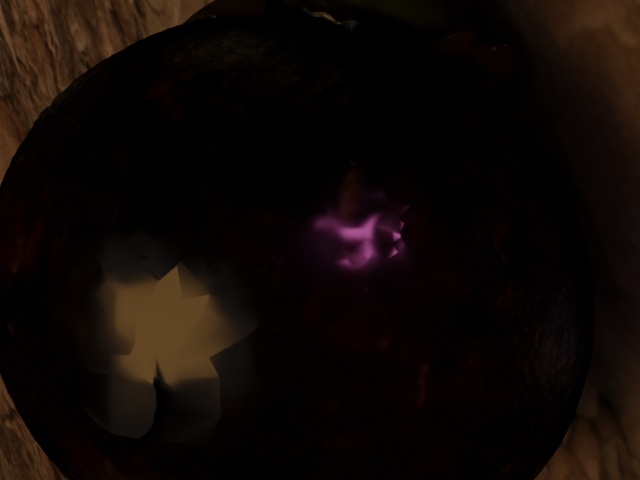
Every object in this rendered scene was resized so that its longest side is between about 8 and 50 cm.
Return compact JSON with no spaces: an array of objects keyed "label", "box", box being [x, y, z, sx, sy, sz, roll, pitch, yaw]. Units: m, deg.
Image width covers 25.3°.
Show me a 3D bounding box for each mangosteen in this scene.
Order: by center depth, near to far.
[{"label":"mangosteen","box":[0.000,0.000,0.733,0.306,0.359,0.306,22,156,11]}]
